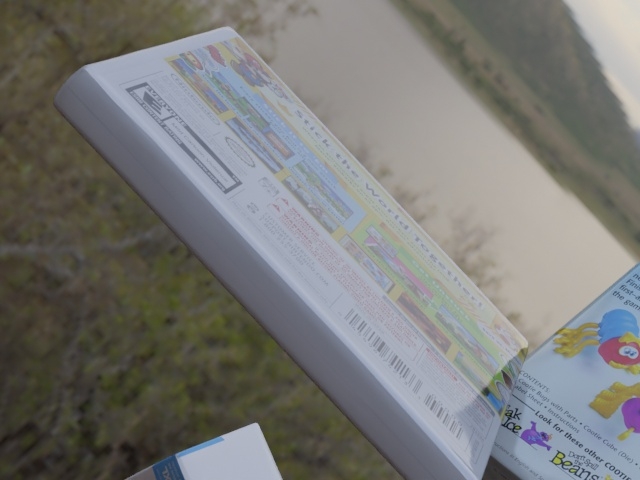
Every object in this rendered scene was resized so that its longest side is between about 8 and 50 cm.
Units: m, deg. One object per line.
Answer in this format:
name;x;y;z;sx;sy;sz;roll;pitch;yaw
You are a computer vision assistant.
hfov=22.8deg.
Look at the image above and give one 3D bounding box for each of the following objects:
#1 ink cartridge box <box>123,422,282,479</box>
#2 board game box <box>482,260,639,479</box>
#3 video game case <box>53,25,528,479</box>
ink cartridge box;-0.104;0.209;1.180;0.092;0.143;0.090;-15;79;-50
board game box;0.212;0.100;0.867;0.144;0.275;0.142;37;-31;32
video game case;0.000;0.000;0.711;0.227;0.026;0.206;46;18;0
